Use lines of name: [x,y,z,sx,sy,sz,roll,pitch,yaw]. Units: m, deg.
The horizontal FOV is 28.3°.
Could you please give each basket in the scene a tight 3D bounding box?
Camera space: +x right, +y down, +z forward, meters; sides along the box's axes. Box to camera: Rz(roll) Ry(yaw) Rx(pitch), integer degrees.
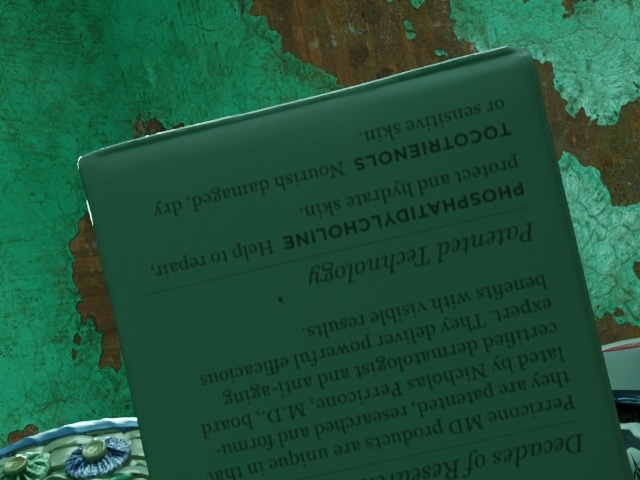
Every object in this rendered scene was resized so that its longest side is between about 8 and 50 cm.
basket: [-0.192,0.259,1.157,0.254,0.201,0.289,-13,6,7]

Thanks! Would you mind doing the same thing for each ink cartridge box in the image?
ink cartridge box: [0.473,0.212,1.892,0.128,0.127,0.176,-14,-5,39]

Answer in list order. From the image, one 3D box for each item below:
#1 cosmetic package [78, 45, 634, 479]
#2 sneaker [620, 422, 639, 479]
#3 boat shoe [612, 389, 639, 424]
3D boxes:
cosmetic package: [0.045,0.099,1.005,0.327,0.394,0.329,-14,-3,5]
sneaker: [0.248,0.236,1.338,0.153,0.094,0.235,0,0,-32]
boat shoe: [0.365,0.228,1.616,0.258,0.109,0.089,-14,-1,4]
